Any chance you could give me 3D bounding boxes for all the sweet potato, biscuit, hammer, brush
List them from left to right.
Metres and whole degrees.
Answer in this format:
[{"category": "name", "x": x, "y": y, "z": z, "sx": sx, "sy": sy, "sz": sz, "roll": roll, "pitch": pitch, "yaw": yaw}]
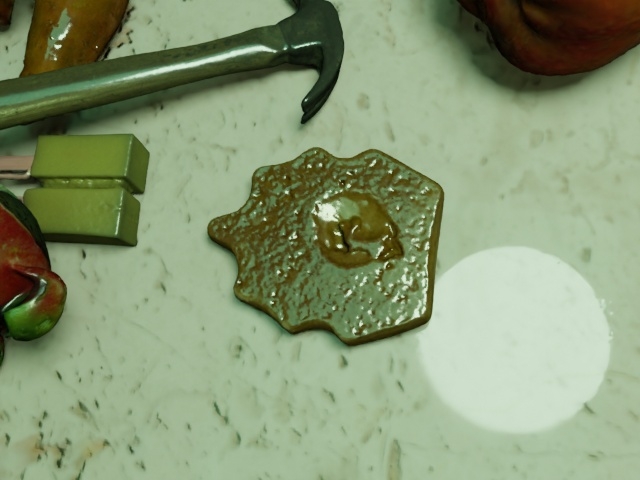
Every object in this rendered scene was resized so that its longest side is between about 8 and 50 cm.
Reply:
[{"category": "brush", "x": -0.292, "y": -0.051, "z": 0.649, "sx": 0.233, "sy": 0.047, "sz": 0.103, "roll": 2, "pitch": 75, "yaw": 9}, {"category": "sweet potato", "x": -0.242, "y": -0.290, "z": 0.674, "sx": 0.112, "sy": 0.112, "sz": 0.359, "roll": 5, "pitch": 80, "yaw": 8}, {"category": "hammer", "x": -0.190, "y": -0.153, "z": 0.622, "sx": 0.440, "sy": 0.044, "sz": 0.168, "roll": -14, "pitch": 69, "yaw": -8}, {"category": "biscuit", "x": 0.000, "y": 0.001, "z": 0.605, "sx": 0.215, "sy": 0.034, "sz": 0.182, "roll": 6, "pitch": 75, "yaw": 11}]

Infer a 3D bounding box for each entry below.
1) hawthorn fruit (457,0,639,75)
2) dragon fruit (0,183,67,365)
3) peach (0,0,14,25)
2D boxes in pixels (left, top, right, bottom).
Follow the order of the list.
[{"category": "hawthorn fruit", "x": 0.242, "y": -0.266, "z": 0.564, "sx": 0.261, "sy": 0.224, "sz": 0.224, "roll": -22, "pitch": 73, "yaw": -15}, {"category": "dragon fruit", "x": -0.341, "y": -0.001, "z": 0.546, "sx": 0.268, "sy": 0.295, "sz": 0.130, "roll": 7, "pitch": 48, "yaw": 17}, {"category": "peach", "x": -0.350, "y": -0.369, "z": 0.628, "sx": 0.159, "sy": 0.154, "sz": 0.267, "roll": 10, "pitch": 84, "yaw": -36}]
